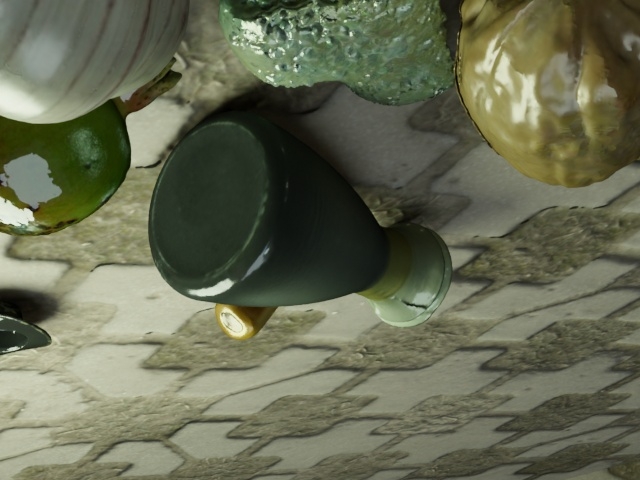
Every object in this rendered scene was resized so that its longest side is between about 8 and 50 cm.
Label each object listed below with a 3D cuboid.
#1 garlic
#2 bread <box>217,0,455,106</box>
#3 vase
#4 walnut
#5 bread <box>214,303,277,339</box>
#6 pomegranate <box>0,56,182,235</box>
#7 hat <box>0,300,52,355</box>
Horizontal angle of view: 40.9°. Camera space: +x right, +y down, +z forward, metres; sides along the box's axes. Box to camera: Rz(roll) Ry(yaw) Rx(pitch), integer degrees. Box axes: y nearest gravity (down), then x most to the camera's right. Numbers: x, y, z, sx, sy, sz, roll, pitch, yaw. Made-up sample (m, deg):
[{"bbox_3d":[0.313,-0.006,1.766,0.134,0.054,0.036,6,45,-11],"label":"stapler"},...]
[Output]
[{"bbox_3d":[-0.165,-0.199,0.483,0.245,0.245,0.253,28,95,-45],"label":"garlic"},{"bbox_3d":[0.038,-0.172,0.683,0.232,0.064,0.172,9,144,-32],"label":"bread"},{"bbox_3d":[0.000,0.000,0.861,0.173,0.173,0.321,-32,149,29],"label":"vase"},{"bbox_3d":[0.203,-0.141,0.670,0.198,0.198,0.245,-19,152,11],"label":"walnut"},{"bbox_3d":[-0.091,0.082,1.054,0.062,0.103,0.049,44,116,-2],"label":"bread"},{"bbox_3d":[-0.203,-0.090,0.668,0.205,0.159,0.159,-35,148,-9],"label":"pomegranate"},{"bbox_3d":[-0.370,0.099,0.981,0.121,0.050,0.121,-12,151,-7],"label":"hat"}]
